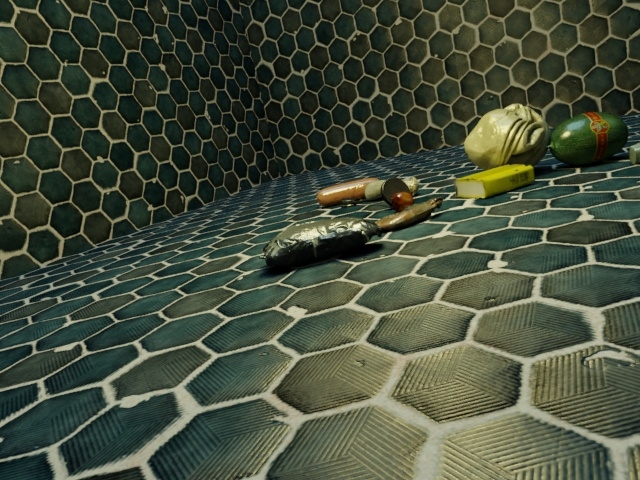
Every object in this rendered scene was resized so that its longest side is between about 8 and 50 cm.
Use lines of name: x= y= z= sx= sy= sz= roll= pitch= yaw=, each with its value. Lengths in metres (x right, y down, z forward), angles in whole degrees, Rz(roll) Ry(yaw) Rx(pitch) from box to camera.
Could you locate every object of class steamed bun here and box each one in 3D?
steamed bun: x=0.716 y=-0.351 z=1.855 sx=0.289 sy=0.276 sz=0.203 roll=19 pitch=26 yaw=-40

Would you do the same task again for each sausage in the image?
sausage: x=0.124 y=-0.209 z=2.166 sx=0.288 sy=0.086 sz=0.086 roll=-15 pitch=13 yaw=-4

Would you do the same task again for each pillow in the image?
pillow: x=0.000 y=0.000 z=1.344 sx=0.334 sy=0.093 sz=0.161 roll=-13 pitch=18 yaw=-3

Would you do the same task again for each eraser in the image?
eraser: x=0.591 y=-0.202 z=1.707 sx=0.226 sy=0.069 sz=0.158 roll=-18 pitch=11 yaw=-20

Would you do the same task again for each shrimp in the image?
shrimp: x=0.265 y=-0.082 z=1.541 sx=0.250 sy=0.052 sz=0.143 roll=-18 pitch=11 yaw=-18

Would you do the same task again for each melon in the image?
melon: x=0.943 y=-0.360 z=1.789 sx=0.287 sy=0.182 sz=0.182 roll=-15 pitch=12 yaw=-1

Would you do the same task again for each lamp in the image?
lamp: x=0.198 y=-0.187 z=1.935 sx=0.130 sy=0.109 sz=0.371 roll=-14 pitch=12 yaw=-22

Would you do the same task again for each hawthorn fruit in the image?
hawthorn fruit: x=0.279 y=-0.131 z=1.707 sx=0.077 sy=0.077 sz=0.077 roll=-12 pitch=12 yaw=3

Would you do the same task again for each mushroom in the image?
mushroom: x=0.286 y=-0.208 z=2.007 sx=0.223 sy=0.092 sz=0.081 roll=-8 pitch=56 yaw=35

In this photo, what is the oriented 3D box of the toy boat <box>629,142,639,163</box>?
toy boat: x=1.130 y=-0.307 z=1.607 sx=0.260 sy=0.078 sz=0.085 roll=-12 pitch=27 yaw=12
